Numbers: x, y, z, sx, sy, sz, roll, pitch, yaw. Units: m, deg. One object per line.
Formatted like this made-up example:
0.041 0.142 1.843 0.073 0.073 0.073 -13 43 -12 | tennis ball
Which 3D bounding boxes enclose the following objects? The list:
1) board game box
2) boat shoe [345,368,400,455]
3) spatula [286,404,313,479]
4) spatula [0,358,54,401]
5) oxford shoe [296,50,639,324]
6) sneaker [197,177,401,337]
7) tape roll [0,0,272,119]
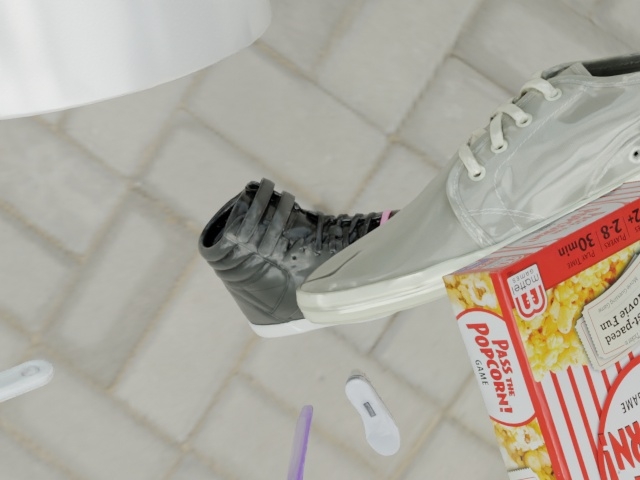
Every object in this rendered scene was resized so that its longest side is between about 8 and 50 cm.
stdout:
0.155 0.081 0.845 0.045 0.146 0.193 -7 105 53 | board game box
0.054 0.176 1.686 0.035 0.035 0.100 -25 111 15 | boat shoe
-0.063 0.284 1.424 0.030 0.084 0.296 26 82 -5 | spatula
-0.259 0.071 0.768 0.242 0.168 0.019 -22 123 -18 | spatula
0.174 -0.064 1.344 0.449 0.169 0.130 -27 102 6 | oxford shoe
0.000 0.000 1.561 0.295 0.105 0.147 -19 126 40 | sneaker
-0.181 -0.174 1.135 0.286 0.286 0.100 -6 112 13 | tape roll
